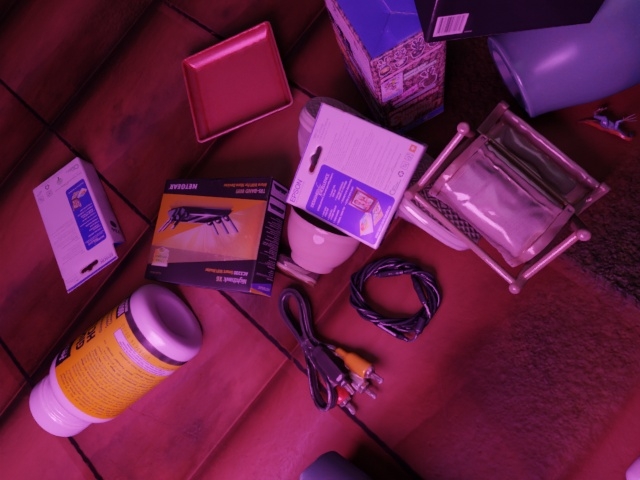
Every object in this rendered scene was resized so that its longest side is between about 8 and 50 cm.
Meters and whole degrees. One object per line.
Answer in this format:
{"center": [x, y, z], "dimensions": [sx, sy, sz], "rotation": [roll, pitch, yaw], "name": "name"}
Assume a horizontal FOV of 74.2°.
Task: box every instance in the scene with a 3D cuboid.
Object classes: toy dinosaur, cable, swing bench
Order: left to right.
{"center": [-0.004, 0.231, 0.882], "dimensions": [0.287, 0.072, 0.139], "rotation": [47, 110, 32], "name": "cable"}
{"center": [0.145, 0.105, 0.858], "dimensions": [0.184, 0.047, 0.150], "rotation": [30, 87, 20], "name": "cable"}
{"center": [0.335, -0.090, 0.753], "dimensions": [0.253, 0.254, 0.165], "rotation": [45, 133, 12], "name": "swing bench"}
{"center": [0.570, -0.222, 0.831], "dimensions": [0.090, 0.047, 0.082], "rotation": [-32, 77, 42], "name": "toy dinosaur"}

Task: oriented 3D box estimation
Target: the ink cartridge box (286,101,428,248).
{"center": [0.061, -0.122, 0.792], "dimensions": [0.208, 0.045, 0.206], "rotation": [28, 110, 16], "name": "ink cartridge box"}

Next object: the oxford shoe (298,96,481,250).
{"center": [0.133, -0.129, 0.882], "dimensions": [0.449, 0.130, 0.169], "rotation": [37, 49, 11], "name": "oxford shoe"}

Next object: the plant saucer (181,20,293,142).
{"center": [-0.210, -0.393, 1.074], "dimensions": [0.259, 0.048, 0.258], "rotation": [-20, 73, 11], "name": "plant saucer"}

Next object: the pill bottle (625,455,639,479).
{"center": [0.551, 0.375, 0.636], "dimensions": [0.229, 0.131, 0.131], "rotation": [-46, 70, 2], "name": "pill bottle"}

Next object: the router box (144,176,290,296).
{"center": [-0.235, -0.013, 0.946], "dimensions": [0.309, 0.081, 0.243], "rotation": [2, 78, 28], "name": "router box"}

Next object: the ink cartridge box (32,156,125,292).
{"center": [-0.620, -0.040, 1.099], "dimensions": [0.165, 0.065, 0.333], "rotation": [-32, 70, 6], "name": "ink cartridge box"}

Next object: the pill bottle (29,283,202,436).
{"center": [-0.438, 0.261, 0.910], "dimensions": [0.334, 0.188, 0.188], "rotation": [-38, 70, 4], "name": "pill bottle"}

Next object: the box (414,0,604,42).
{"center": [0.275, -0.418, 0.637], "dimensions": [0.261, 0.103, 0.184], "rotation": [-8, 67, -2], "name": "box"}

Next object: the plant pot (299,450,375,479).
{"center": [0.069, 0.541, 0.646], "dimensions": [0.334, 0.341, 0.341], "rotation": [30, 87, 27], "name": "plant pot"}

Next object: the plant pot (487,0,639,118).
{"center": [0.468, -0.367, 0.778], "dimensions": [0.255, 0.271, 0.272], "rotation": [-29, 71, 23], "name": "plant pot"}

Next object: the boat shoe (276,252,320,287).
{"center": [-0.066, 0.053, 0.930], "dimensions": [0.152, 0.056, 0.049], "rotation": [28, 71, 21], "name": "boat shoe"}

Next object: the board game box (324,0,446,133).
{"center": [0.131, -0.383, 0.846], "dimensions": [0.141, 0.291, 0.232], "rotation": [-28, 72, 7], "name": "board game box"}

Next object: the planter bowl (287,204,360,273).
{"center": [0.000, 0.000, 0.877], "dimensions": [0.162, 0.162, 0.109], "rotation": [30, 112, 20], "name": "planter bowl"}
